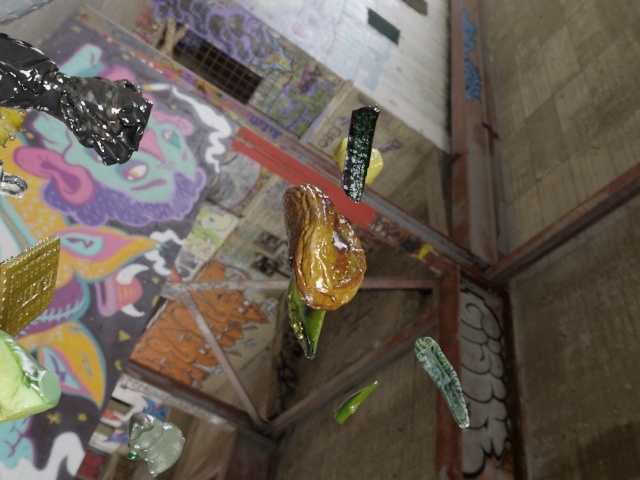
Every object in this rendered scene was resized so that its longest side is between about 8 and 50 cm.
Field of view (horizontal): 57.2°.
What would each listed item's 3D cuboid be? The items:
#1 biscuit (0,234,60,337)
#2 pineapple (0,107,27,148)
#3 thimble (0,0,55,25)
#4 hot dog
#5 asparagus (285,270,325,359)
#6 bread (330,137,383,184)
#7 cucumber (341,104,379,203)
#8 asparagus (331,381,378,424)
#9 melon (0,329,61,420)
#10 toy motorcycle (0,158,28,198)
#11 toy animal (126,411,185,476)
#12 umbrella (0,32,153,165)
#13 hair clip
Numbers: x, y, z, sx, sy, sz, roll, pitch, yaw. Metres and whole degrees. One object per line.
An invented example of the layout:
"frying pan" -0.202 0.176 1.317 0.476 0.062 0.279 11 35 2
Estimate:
"biscuit" -0.587 0.096 1.178 0.254 0.029 0.172 -93 -163 -75
"pineapple" -0.812 -0.307 1.407 0.047 0.221 0.221 41 -77 37
"thimble" -0.415 -0.364 0.750 0.117 0.151 0.127 -28 -154 0
"hot dog" -0.001 0.003 0.915 0.099 0.160 0.227 -30 -134 12
"asparagus" -0.028 0.124 1.539 0.108 0.128 0.382 -32 -148 43
"bread" 0.110 -0.228 1.737 0.086 0.156 0.125 -49 -152 41
"cucumber" 0.066 -0.164 1.012 0.220 0.046 0.070 99 -3 -51
"asparagus" 0.106 0.486 1.787 0.178 0.041 0.045 -47 -153 3
"melon" -0.455 0.185 0.741 0.323 0.196 0.124 -9 -156 13
"toy motorcycle" -0.908 -0.165 1.566 0.151 0.228 0.074 -29 -128 47
"toy animal" -0.399 0.452 1.377 0.108 0.138 0.236 42 -33 38
"umbrella" -0.358 -0.195 0.754 0.110 0.272 0.122 -33 -139 57
"hair clip" 0.286 0.326 1.359 0.066 0.036 0.229 -39 -123 22
